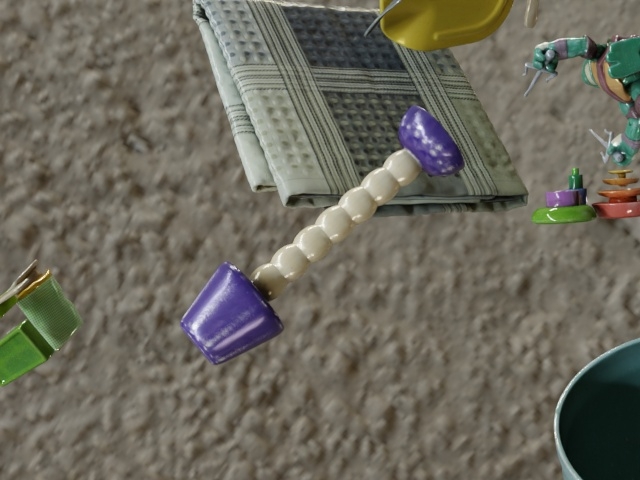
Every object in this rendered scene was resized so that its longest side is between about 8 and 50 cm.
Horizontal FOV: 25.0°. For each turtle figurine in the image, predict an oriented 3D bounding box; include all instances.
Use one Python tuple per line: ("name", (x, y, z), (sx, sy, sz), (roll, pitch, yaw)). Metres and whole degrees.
("turtle figurine", (0.314, -0.171, 1.568), (0.175, 0.118, 0.234), (40, 0, -12))

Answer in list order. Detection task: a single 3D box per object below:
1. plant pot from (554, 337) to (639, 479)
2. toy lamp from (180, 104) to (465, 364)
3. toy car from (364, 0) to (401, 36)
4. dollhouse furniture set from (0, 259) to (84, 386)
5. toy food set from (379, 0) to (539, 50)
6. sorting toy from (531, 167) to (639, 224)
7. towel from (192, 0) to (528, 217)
("plant pot", (0.362, 0.242, 1.309), (0.293, 0.196, 0.293), (-5, 31, 3))
("toy lamp", (0.000, 0.000, 1.219), (0.274, 0.080, 0.080), (-40, 77, -7))
("toy car", (0.075, -0.238, 1.089), (0.149, 0.188, 0.155), (29, 63, -4))
("dollhouse furniture set", (-0.245, 0.066, 1.278), (0.076, 0.058, 0.152), (52, 26, -11))
("toy food set", (0.152, -0.295, 1.678), (0.218, 0.128, 0.071), (-12, 22, -23))
("sorting toy", (0.214, -0.037, 1.154), (0.102, 0.061, 0.042), (-5, 93, -17))
("towel", (0.040, -0.145, 1.588), (0.312, 0.056, 0.324), (0, 48, -28))
